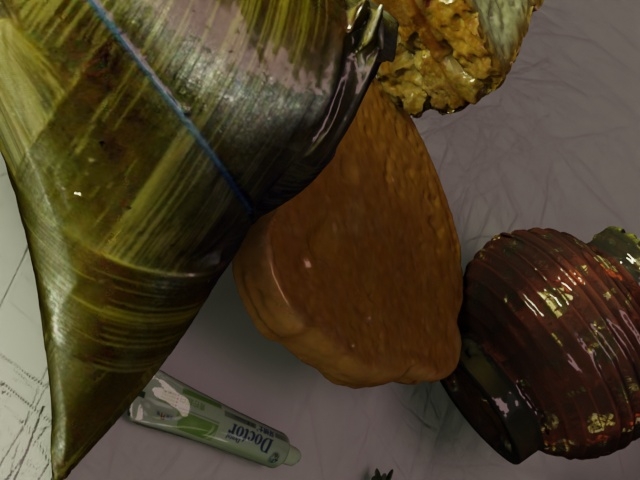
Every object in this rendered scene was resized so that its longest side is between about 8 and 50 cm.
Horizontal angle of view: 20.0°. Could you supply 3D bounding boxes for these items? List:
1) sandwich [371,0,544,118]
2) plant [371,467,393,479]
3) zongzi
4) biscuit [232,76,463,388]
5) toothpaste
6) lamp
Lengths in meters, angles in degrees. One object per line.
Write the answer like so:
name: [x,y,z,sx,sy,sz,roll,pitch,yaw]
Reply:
sandwich: [0.109,-0.311,1.654,0.262,0.131,0.325,56,41,-29]
plant: [0.054,0.255,1.630,0.051,0.051,0.102,12,65,-50]
zongzi: [-0.204,-0.078,1.263,0.403,0.208,0.432,33,91,-30]
biscuit: [0.016,-0.022,1.556,0.351,0.057,0.312,-1,74,-60]
toothpaste: [-0.084,0.152,1.483,0.197,0.029,0.048,29,64,-43]
lamp: [0.228,0.093,1.714,0.247,0.247,0.247,6,82,-51]
